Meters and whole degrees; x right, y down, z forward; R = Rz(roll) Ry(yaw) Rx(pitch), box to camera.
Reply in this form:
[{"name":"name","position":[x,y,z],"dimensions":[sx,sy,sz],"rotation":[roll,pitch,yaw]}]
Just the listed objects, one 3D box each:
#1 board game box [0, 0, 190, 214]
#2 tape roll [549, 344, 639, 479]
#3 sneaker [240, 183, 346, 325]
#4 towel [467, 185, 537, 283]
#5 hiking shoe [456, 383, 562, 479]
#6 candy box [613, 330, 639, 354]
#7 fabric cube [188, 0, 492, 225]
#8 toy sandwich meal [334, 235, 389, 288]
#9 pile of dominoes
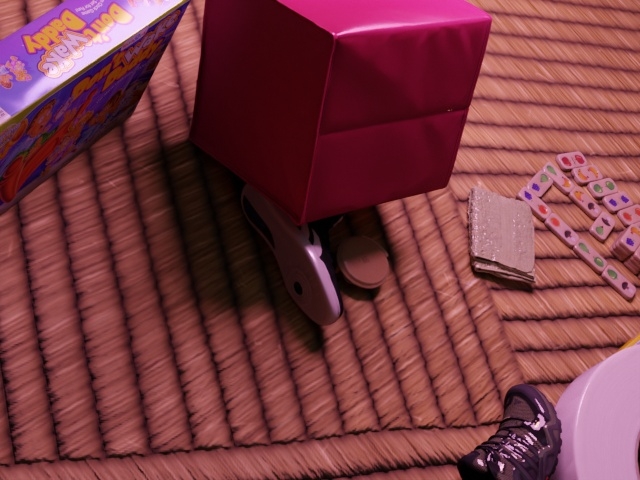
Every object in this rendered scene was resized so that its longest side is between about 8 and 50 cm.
[{"name":"board game box","position":[-0.309,-0.160,1.323],"dimensions":[0.078,0.233,0.347],"rotation":[41,47,2]},{"name":"tape roll","position":[0.473,0.324,1.521],"dimensions":[0.392,0.072,0.392],"rotation":[13,57,-21]},{"name":"sneaker","position":[0.000,0.000,1.493],"dimensions":[0.121,0.079,0.217],"rotation":[-16,66,-36]},{"name":"towel","position":[0.261,-0.007,1.690],"dimensions":[0.110,0.027,0.148],"rotation":[17,52,-18]},{"name":"hiking shoe","position":[0.228,0.266,1.430],"dimensions":[0.114,0.086,0.227],"rotation":[24,50,-19]},{"name":"candy box","position":[0.519,0.157,1.697],"dimensions":[0.206,0.027,0.105],"rotation":[-31,83,-33]},{"name":"fabric cube","position":[0.017,-0.203,1.483],"dimensions":[0.258,0.259,0.254],"rotation":[-16,40,-38]},{"name":"toy sandwich meal","position":[0.053,0.030,1.540],"dimensions":[0.085,0.029,0.086],"rotation":[13,57,-21]},{"name":"pile of dominoes","position":[0.445,-0.039,1.812],"dimensions":[0.251,0.040,0.196],"rotation":[43,47,3]}]
